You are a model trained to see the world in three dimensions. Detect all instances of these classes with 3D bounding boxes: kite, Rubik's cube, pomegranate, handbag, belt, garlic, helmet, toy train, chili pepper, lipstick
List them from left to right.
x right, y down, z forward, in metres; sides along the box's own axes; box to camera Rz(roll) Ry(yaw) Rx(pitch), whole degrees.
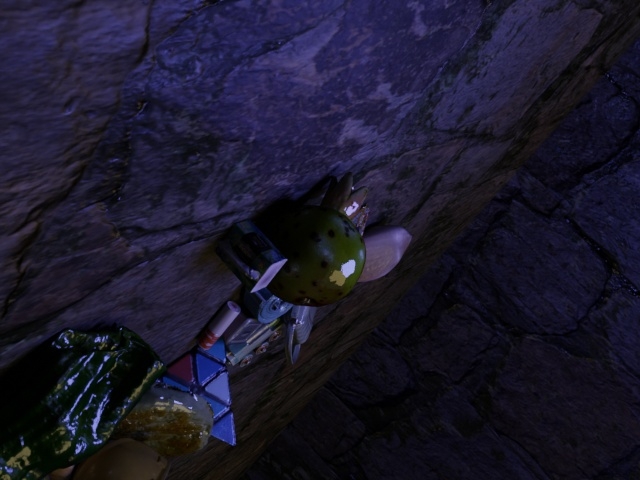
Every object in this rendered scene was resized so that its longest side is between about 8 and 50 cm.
[{"bbox_3d":[-0.427,0.284,1.301,0.385,0.167,0.213,-38,166,-25],"label":"chili pepper"},{"bbox_3d":[-0.429,0.490,1.580,0.205,0.140,0.257,-31,-166,38],"label":"helmet"},{"bbox_3d":[-0.335,0.350,1.951,0.234,0.284,0.250,-31,-143,59],"label":"Rubik's cube"},{"bbox_3d":[-0.237,0.198,1.816,0.131,0.038,0.038,-49,164,20],"label":"lipstick"},{"bbox_3d":[-0.176,0.250,2.052,0.194,0.081,0.125,-39,160,-13],"label":"toy train"},{"bbox_3d":[-0.114,0.124,1.852,0.147,0.082,0.163,-36,161,-28],"label":"belt"},{"bbox_3d":[-0.062,0.208,2.050,0.256,0.079,0.219,81,22,-71],"label":"handbag"},{"bbox_3d":[-0.012,0.009,1.619,0.231,0.230,0.286,-57,-171,41],"label":"pomegranate"},{"bbox_3d":[0.069,0.009,2.030,0.244,0.006,0.198,-58,153,-17],"label":"kite"},{"bbox_3d":[0.126,0.039,2.199,0.318,0.112,0.143,-20,129,-44],"label":"garlic"}]

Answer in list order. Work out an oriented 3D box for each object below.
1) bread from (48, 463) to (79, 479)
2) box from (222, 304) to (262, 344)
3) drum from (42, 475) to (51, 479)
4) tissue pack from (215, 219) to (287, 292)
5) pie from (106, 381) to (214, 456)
[{"bbox_3d":[-0.518,0.422,1.576,0.177,0.084,0.119,-59,-172,42],"label":"bread"},{"bbox_3d":[-0.196,0.200,1.887,0.089,0.062,0.122,-46,166,7],"label":"box"},{"bbox_3d":[-0.645,0.572,1.384,0.431,0.214,0.431,-36,161,-14],"label":"drum"},{"bbox_3d":[-0.138,0.031,1.476,0.085,0.111,0.079,-52,162,29],"label":"tissue pack"},{"bbox_3d":[-0.379,0.408,1.706,0.296,0.078,0.371,8,141,-24],"label":"pie"}]
